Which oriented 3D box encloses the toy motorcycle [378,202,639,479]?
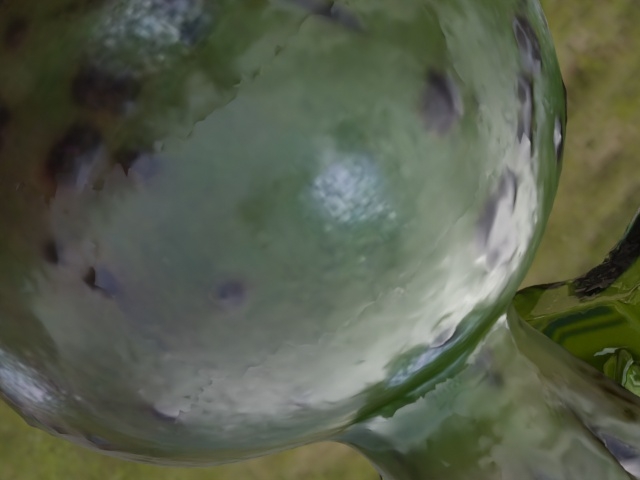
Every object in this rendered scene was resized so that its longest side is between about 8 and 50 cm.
[{"bbox_3d":[0.142,0.046,0.802,0.342,0.206,0.142,-57,149,-10],"label":"toy motorcycle"}]

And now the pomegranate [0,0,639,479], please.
[{"bbox_3d":[0.000,-0.008,0.591,0.242,0.306,0.242,-46,161,-20],"label":"pomegranate"}]
